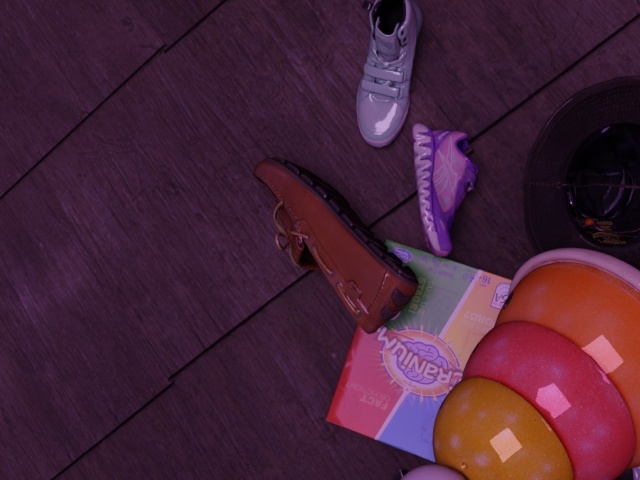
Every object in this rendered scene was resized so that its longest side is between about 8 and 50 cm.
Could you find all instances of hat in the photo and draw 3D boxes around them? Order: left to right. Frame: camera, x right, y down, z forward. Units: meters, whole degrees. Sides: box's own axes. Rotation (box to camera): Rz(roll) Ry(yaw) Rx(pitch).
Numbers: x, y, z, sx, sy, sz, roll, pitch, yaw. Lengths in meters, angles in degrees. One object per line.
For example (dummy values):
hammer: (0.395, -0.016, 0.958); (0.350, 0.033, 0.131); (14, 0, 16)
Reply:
hat: (0.449, -0.100, 1.707); (0.331, 0.134, 0.331); (0, 112, 0)

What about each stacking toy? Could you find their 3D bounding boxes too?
stacking toy: (0.271, 0.257, 1.519); (0.480, 0.350, 0.350); (-33, 71, -31)

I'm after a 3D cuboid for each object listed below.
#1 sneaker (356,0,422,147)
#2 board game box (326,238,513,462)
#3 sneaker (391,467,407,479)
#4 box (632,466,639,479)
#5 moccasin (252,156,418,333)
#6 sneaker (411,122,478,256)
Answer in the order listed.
sneaker: (0.100, -0.288, 1.843); (0.094, 0.151, 0.255); (11, 89, 16)
board game box: (0.173, 0.184, 1.816); (0.242, 0.064, 0.316); (18, 90, 18)
sneaker: (0.167, 0.454, 1.796); (0.170, 0.051, 0.089); (40, 101, 20)
box: (0.549, 0.357, 1.696); (0.145, 0.038, 0.186); (-8, 81, 17)
moccasin: (0.002, 0.001, 1.831); (0.147, 0.139, 0.380); (-49, 62, 12)
sneaker: (0.206, -0.087, 1.805); (0.105, 0.095, 0.236); (-3, 64, 3)
